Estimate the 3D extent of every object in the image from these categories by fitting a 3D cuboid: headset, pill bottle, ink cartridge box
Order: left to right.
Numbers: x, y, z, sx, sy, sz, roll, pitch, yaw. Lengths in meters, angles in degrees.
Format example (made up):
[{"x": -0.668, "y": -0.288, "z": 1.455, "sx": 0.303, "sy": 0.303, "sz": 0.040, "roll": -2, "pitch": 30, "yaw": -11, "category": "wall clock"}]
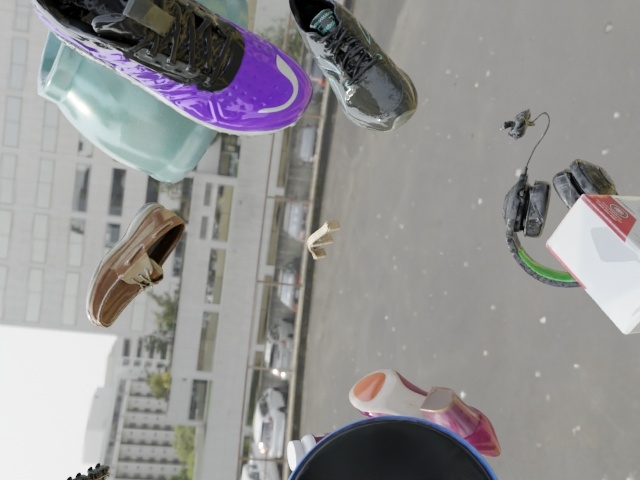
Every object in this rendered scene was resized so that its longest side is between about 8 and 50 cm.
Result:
[{"x": 0.007, "y": 0.482, "z": 1.462, "sx": 0.086, "sy": 0.151, "sz": 0.086, "roll": 180, "pitch": 90, "yaw": -71, "category": "pill bottle"}, {"x": 0.480, "y": -0.079, "z": 1.325, "sx": 0.185, "sy": 0.243, "sz": 0.394, "roll": -39, "pitch": -72, "yaw": -58, "category": "headset"}, {"x": 0.533, "y": 0.031, "z": 1.016, "sx": 0.197, "sy": 0.272, "sz": 0.114, "roll": 61, "pitch": 139, "yaw": 40, "category": "ink cartridge box"}]

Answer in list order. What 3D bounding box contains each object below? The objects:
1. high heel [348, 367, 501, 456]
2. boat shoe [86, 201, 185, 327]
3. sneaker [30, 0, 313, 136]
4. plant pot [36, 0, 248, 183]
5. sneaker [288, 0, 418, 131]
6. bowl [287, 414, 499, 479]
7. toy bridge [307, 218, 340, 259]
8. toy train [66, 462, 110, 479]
[{"x": 0.210, "y": 0.388, "z": 1.402, "sx": 0.127, "sy": 0.181, "sz": 0.377, "roll": -49, "pitch": 20, "yaw": -21, "category": "high heel"}, {"x": -0.429, "y": 0.060, "z": 1.508, "sx": 0.324, "sy": 0.116, "sz": 0.123, "roll": -64, "pitch": -21, "yaw": -15, "category": "boat shoe"}, {"x": -0.144, "y": -0.187, "z": 0.605, "sx": 0.146, "sy": 0.293, "sz": 0.102, "roll": -176, "pitch": 109, "yaw": -83, "category": "sneaker"}, {"x": -0.253, "y": -0.242, "z": 0.855, "sx": 0.293, "sy": 0.196, "sz": 0.293, "roll": -28, "pitch": 55, "yaw": 49, "category": "plant pot"}, {"x": 0.033, "y": -0.251, "z": 0.889, "sx": 0.101, "sy": 0.106, "sz": 0.267, "roll": -41, "pitch": 58, "yaw": 9, "category": "sneaker"}, {"x": 0.114, "y": 0.453, "z": 1.024, "sx": 0.391, "sy": 0.390, "sz": 0.077, "roll": -96, "pitch": -4, "yaw": -50, "category": "bowl"}, {"x": 0.000, "y": 0.000, "z": 1.658, "sx": 0.188, "sy": 0.063, "sz": 0.026, "roll": 113, "pitch": 143, "yaw": -62, "category": "toy bridge"}, {"x": -0.401, "y": 0.406, "z": 1.065, "sx": 0.158, "sy": 0.027, "sz": 0.036, "roll": 6, "pitch": -87, "yaw": -73, "category": "toy train"}]
